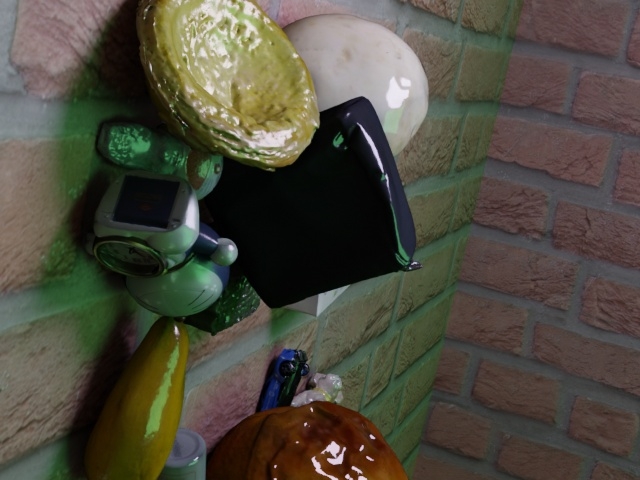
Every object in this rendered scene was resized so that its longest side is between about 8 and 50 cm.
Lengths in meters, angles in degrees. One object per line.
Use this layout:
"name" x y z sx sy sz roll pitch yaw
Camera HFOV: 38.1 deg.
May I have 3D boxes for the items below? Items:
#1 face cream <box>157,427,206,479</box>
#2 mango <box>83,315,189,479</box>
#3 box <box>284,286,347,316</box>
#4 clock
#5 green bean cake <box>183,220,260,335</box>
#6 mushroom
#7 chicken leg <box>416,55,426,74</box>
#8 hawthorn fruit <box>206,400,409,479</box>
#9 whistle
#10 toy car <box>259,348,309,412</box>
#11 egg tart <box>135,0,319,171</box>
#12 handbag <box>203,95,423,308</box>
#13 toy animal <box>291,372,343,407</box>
"face cream" -0.252 0.456 1.626 0.101 0.101 0.251 -44 144 -55
"mango" -0.267 0.257 1.386 0.176 0.119 0.316 8 101 -81
"box" 0.000 0.000 1.943 0.194 0.111 0.260 -37 140 -59
"clock" -0.211 0.014 1.294 0.243 0.200 0.146 80 14 -60
"green bean cake" -0.159 0.056 1.583 0.181 0.094 0.173 -28 132 -62
"mushroom" 0.017 -0.228 1.648 0.314 0.314 0.336 -61 -178 -32
"chicken leg" 0.086 -0.256 1.870 0.295 0.182 0.409 45 53 -53
"hawthorn fruit" -0.032 0.535 1.791 0.472 0.472 0.471 16 90 -70
"whistle" -0.213 -0.117 1.293 0.223 0.123 0.122 15 91 -56
"toy car" -0.091 0.335 2.024 0.216 0.063 0.103 -68 160 1
"egg tart" -0.139 -0.221 1.275 0.315 0.120 0.315 26 49 -35
"handbag" 0.000 -0.053 1.460 0.275 0.302 0.178 61 30 -15
"toy animal" -0.013 0.421 2.252 0.185 0.104 0.183 -53 150 -56
